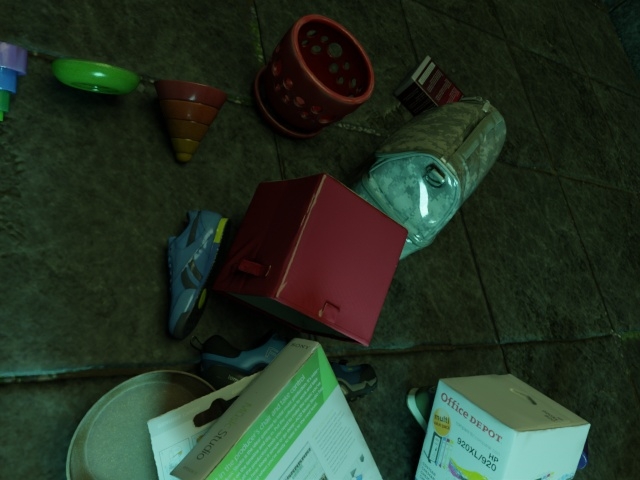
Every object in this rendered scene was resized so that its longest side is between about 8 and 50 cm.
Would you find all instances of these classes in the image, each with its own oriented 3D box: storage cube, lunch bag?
[{"bbox_3d":[-0.015,0.029,0.871,0.215,0.184,0.193,32,71,-32],"label":"storage cube"},{"bbox_3d":[0.220,-0.141,1.143,0.212,0.256,0.305,51,47,-5],"label":"lunch bag"}]

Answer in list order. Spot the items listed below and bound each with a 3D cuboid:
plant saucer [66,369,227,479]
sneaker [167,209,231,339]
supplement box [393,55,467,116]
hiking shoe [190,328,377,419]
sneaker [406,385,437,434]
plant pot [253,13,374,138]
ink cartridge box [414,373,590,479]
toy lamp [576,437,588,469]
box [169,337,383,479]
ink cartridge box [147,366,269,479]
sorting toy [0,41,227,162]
[{"bbox_3d":[-0.211,0.251,0.710,0.199,0.036,0.198,-7,103,-33],"label":"plant saucer"},{"bbox_3d":[-0.201,0.046,0.861,0.082,0.069,0.209,14,62,0],"label":"sneaker"},{"bbox_3d":[0.307,-0.332,1.435,0.239,0.073,0.130,44,49,-10],"label":"supplement box"},{"bbox_3d":[-0.039,0.194,0.866,0.304,0.113,0.132,4,66,-36],"label":"hiking shoe"},{"bbox_3d":[0.240,0.339,1.022,0.192,0.086,0.064,54,47,-2],"label":"sneaker"},{"bbox_3d":[-0.019,-0.300,1.098,0.191,0.174,0.191,18,57,-29],"label":"plant pot"},{"bbox_3d":[0.277,0.355,0.910,0.168,0.171,0.232,5,102,-31],"label":"ink cartridge box"},{"bbox_3d":[0.470,0.481,1.135,0.080,0.080,0.275,53,49,-3],"label":"toy lamp"},{"bbox_3d":[-0.029,0.322,0.742,0.232,0.058,0.322,-44,124,-37],"label":"box"},{"bbox_3d":[-0.127,0.288,0.725,0.181,0.056,0.224,-17,103,-38],"label":"ink cartridge box"},{"bbox_3d":[-0.325,-0.200,0.884,0.366,0.127,0.126,4,95,-33],"label":"sorting toy"}]
